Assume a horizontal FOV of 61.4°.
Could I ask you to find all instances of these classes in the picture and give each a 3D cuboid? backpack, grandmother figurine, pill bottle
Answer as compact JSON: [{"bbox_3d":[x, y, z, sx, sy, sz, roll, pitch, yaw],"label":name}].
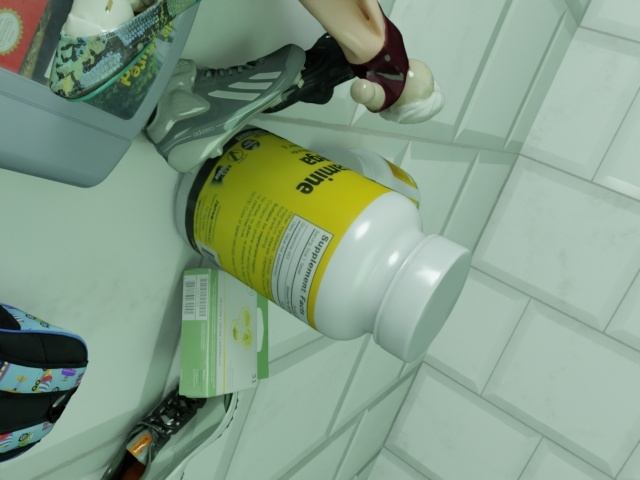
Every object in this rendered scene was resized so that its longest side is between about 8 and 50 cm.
[{"bbox_3d":[-0.304,0.120,0.471,0.158,0.116,0.173,-62,154,1],"label":"backpack"},{"bbox_3d":[0.057,-0.246,0.654,0.342,0.103,0.208,31,59,-49],"label":"grandmother figurine"},{"bbox_3d":[0.077,-0.084,0.942,0.245,0.136,0.137,10,107,-63],"label":"pill bottle"},{"bbox_3d":[0.000,0.000,0.656,0.188,0.333,0.188,-43,149,-33],"label":"pill bottle"}]

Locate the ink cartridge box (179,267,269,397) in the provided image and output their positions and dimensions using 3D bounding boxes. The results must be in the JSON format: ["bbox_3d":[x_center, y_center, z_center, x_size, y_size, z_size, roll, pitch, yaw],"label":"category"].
[{"bbox_3d":[-0.118,0.137,0.819,0.235,0.056,0.171,16,71,-62],"label":"ink cartridge box"}]

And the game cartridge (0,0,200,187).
[{"bbox_3d":[-0.194,-0.190,0.437,0.295,0.060,0.196,-64,158,6],"label":"game cartridge"}]

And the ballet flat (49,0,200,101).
[{"bbox_3d":[-0.144,-0.185,0.407,0.189,0.070,0.070,-58,156,-29],"label":"ballet flat"}]

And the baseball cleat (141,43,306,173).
[{"bbox_3d":[-0.101,-0.167,0.573,0.206,0.072,0.109,-51,122,-21],"label":"baseball cleat"}]

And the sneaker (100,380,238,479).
[{"bbox_3d":[-0.222,0.286,0.817,0.272,0.100,0.108,-55,149,-12],"label":"sneaker"}]

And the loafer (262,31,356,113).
[{"bbox_3d":[-0.008,-0.215,0.721,0.223,0.076,0.078,-44,140,-38],"label":"loafer"}]
